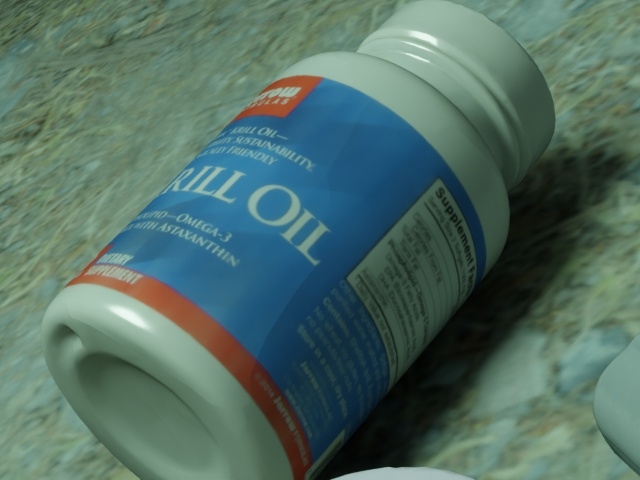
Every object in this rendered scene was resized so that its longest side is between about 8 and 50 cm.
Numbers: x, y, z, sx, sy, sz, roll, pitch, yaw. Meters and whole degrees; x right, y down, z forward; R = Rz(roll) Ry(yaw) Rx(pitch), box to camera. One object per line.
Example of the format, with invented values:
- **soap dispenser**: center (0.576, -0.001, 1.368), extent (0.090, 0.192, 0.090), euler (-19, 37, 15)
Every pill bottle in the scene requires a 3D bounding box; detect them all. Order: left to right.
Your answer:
- **pill bottle**: center (0.000, 0.000, 0.748), extent (0.124, 0.124, 0.221), euler (1, 40, 49)

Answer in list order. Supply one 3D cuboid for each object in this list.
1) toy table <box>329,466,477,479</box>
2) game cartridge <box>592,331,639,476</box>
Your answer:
- **toy table**: center (0.010, 0.196, 0.340), extent (0.252, 0.161, 0.274), euler (-8, 35, 40)
- **game cartridge**: center (0.244, 0.011, 0.537), extent (0.297, 0.062, 0.198), euler (-34, 21, -5)
